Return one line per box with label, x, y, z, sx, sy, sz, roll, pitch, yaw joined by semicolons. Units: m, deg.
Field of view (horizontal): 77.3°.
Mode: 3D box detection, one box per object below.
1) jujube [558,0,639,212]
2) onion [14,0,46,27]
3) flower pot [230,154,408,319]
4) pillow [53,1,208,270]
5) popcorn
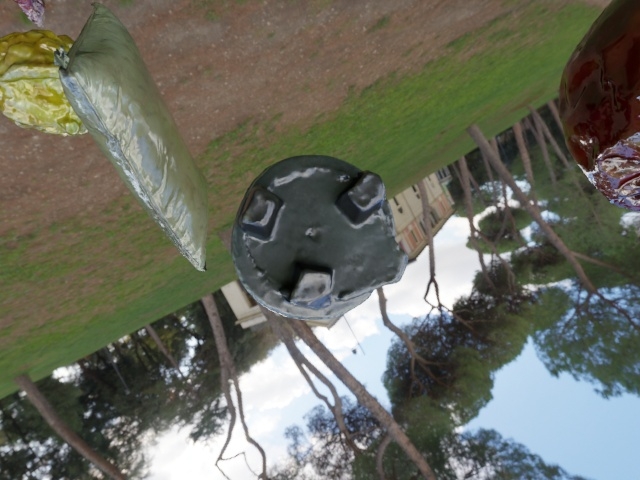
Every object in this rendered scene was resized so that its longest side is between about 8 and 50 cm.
jujube;0.412;-0.155;0.309;0.377;0.276;0.276;-26;-176;46
onion;-0.627;-0.611;0.775;0.159;0.267;0.348;-7;150;18
flower pot;0.000;0.000;0.710;0.299;0.298;0.283;-29;177;-10
pillow;-0.205;-0.115;0.491;0.075;0.184;0.302;-16;139;-1
popcorn;-0.502;-0.293;0.745;0.198;0.155;0.197;-24;145;-18
